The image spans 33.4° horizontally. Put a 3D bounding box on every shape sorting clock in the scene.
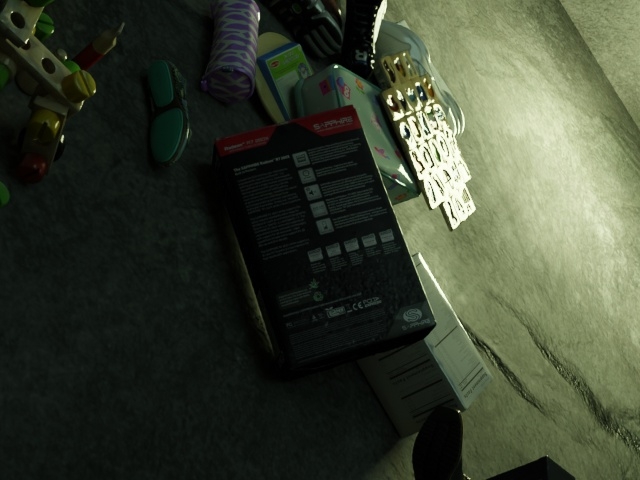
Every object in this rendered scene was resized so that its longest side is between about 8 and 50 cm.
[{"bbox_3d":[-0.058,-0.269,1.876,0.206,0.040,0.206,32,50,-48],"label":"shape sorting clock"}]

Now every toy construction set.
[{"bbox_3d":[-0.338,-0.226,1.284,0.257,0.237,0.309,55,33,-7],"label":"toy construction set"}]

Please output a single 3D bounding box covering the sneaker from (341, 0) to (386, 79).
[{"bbox_3d":[0.084,-0.391,2.025,0.079,0.217,0.121,3,48,-4],"label":"sneaker"}]

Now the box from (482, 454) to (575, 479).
[{"bbox_3d":[0.332,0.456,1.722,0.093,0.156,0.158,37,38,-32],"label":"box"}]

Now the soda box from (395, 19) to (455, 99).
[{"bbox_3d":[0.198,-0.357,2.267,0.216,0.069,0.074,57,33,-6],"label":"soda box"}]

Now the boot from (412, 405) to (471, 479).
[{"bbox_3d":[0.203,0.353,1.665,0.137,0.076,0.198,6,98,-57],"label":"boot"}]

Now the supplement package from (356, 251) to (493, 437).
[{"bbox_3d":[0.145,0.168,1.718,0.244,0.133,0.139,60,32,1],"label":"supplement package"}]

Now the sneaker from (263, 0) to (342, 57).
[{"bbox_3d":[-0.047,-0.492,2.030,0.281,0.106,0.163,57,26,-24],"label":"sneaker"}]

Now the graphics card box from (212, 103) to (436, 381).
[{"bbox_3d":[0.000,0.000,1.585,0.232,0.094,0.371,-16,72,-15],"label":"graphics card box"}]

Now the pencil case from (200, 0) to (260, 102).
[{"bbox_3d":[-0.147,-0.317,1.763,0.086,0.088,0.206,84,6,-49],"label":"pencil case"}]

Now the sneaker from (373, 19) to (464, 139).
[{"bbox_3d":[0.174,-0.315,2.159,0.305,0.114,0.152,53,42,-3],"label":"sneaker"}]

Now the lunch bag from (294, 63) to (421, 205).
[{"bbox_3d":[0.069,-0.182,1.889,0.279,0.107,0.224,22,50,-55],"label":"lunch bag"}]

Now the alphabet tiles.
[{"bbox_3d":[0.202,-0.193,2.009,0.343,0.011,0.285,66,27,-6],"label":"alphabet tiles"}]

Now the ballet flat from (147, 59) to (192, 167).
[{"bbox_3d":[-0.216,-0.182,1.579,0.070,0.070,0.189,22,51,-43],"label":"ballet flat"}]
